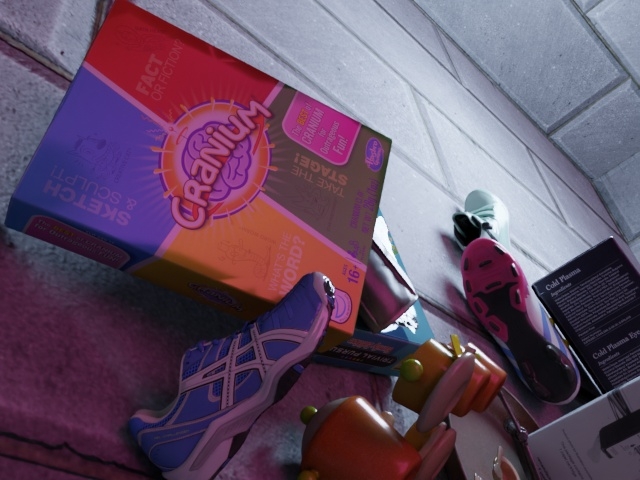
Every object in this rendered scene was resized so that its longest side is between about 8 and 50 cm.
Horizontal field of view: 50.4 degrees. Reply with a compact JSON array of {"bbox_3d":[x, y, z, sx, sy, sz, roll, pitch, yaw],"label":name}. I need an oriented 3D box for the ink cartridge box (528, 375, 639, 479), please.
[{"bbox_3d":[0.441,0.258,0.946,0.197,0.273,0.114,7,51,-55],"label":"ink cartridge box"}]

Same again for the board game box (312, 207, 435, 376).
[{"bbox_3d":[0.000,0.000,0.892,0.254,0.079,0.336,21,40,-45],"label":"board game box"}]

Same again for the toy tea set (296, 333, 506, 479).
[{"bbox_3d":[0.092,0.175,0.743,0.124,0.200,0.336,33,4,25],"label":"toy tea set"}]

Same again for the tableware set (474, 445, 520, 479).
[{"bbox_3d":[0.242,0.337,0.820,0.168,0.020,0.141,52,27,0],"label":"tableware set"}]

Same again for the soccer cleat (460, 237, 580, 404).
[{"bbox_3d":[0.363,0.152,1.263,0.331,0.116,0.143,64,13,18],"label":"soccer cleat"}]

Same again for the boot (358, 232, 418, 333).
[{"bbox_3d":[0.046,-0.013,0.808,0.208,0.076,0.190,45,42,2],"label":"boot"}]

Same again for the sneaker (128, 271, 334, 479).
[{"bbox_3d":[-0.067,0.103,0.557,0.081,0.211,0.080,41,-14,-3],"label":"sneaker"}]

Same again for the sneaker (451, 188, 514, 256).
[{"bbox_3d":[0.336,-0.050,1.448,0.151,0.094,0.255,40,31,-35],"label":"sneaker"}]

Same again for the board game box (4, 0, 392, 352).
[{"bbox_3d":[-0.095,-0.060,0.660,0.317,0.064,0.242,24,59,-18],"label":"board game box"}]

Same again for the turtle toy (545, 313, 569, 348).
[{"bbox_3d":[0.447,0.189,1.369,0.130,0.066,0.095,60,11,21],"label":"turtle toy"}]

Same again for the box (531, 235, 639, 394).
[{"bbox_3d":[0.598,0.177,1.405,0.312,0.179,0.343,58,11,13],"label":"box"}]

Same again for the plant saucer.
[{"bbox_3d":[0.258,0.327,0.930,0.311,0.050,0.310,38,31,-27],"label":"plant saucer"}]

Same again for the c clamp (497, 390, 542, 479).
[{"bbox_3d":[0.258,0.259,0.866,0.160,0.022,0.137,53,15,-71],"label":"c clamp"}]
